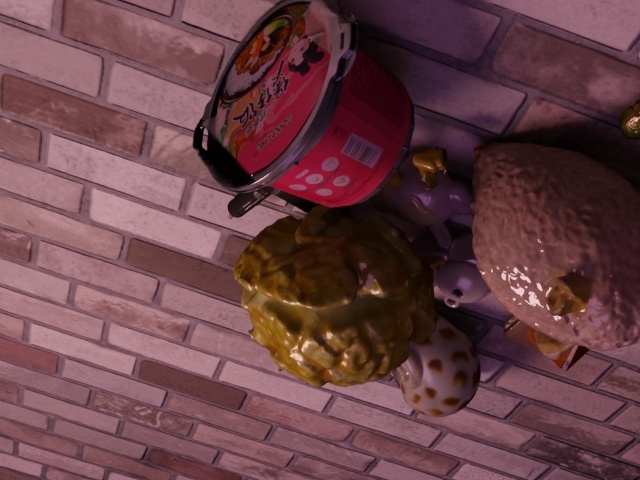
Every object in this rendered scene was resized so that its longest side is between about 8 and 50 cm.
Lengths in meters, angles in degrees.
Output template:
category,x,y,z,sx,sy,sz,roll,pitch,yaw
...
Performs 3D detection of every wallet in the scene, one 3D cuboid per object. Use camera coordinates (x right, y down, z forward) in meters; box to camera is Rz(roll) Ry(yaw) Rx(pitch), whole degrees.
category,x,y,z,sx,sy,sz,roll,pitch,yaw
wallet,0.378,0.129,1.675,0.118,0.038,0.152,25,138,-17

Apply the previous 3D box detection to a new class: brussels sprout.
category,x,y,z,sx,sy,sz,roll,pitch,yaw
brussels sprout,0.412,-0.155,1.297,0.051,0.046,0.083,41,136,-21

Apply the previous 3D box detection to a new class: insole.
category,x,y,z,sx,sy,sz,roll,pitch,yaw
insole,0.268,-0.008,1.475,0.192,0.010,0.063,-13,131,-19

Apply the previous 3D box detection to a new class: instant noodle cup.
category,x,y,z,sx,sy,sz,roll,pitch,yaw
instant noodle cup,0.000,-0.152,1.296,0.182,0.258,0.302,25,157,-35

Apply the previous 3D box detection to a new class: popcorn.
category,x,y,z,sx,sy,sz,roll,pitch,yaw
popcorn,0.013,0.074,1.459,0.282,0.247,0.282,36,153,22

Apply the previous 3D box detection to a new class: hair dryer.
category,x,y,z,sx,sy,sz,roll,pitch,yaw
hair dryer,-0.082,-0.069,1.559,0.124,0.071,0.219,31,146,-21

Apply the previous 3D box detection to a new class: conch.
category,x,y,z,sx,sy,sz,roll,pitch,yaw
conch,0.190,0.209,1.752,0.149,0.183,0.275,-37,141,-4

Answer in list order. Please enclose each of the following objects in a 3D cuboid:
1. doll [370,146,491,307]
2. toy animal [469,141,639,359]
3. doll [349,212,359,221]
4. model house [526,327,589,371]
category,x,y,z,sx,sy,sz,roll,pitch,yaw
doll,0.168,-0.013,1.518,0.160,0.094,0.365,1,141,22
toy animal,0.319,0.005,1.345,0.358,0.226,0.188,42,168,24
doll,0.000,0.000,1.617,0.106,0.062,0.162,29,141,-25
model house,0.391,0.080,1.487,0.207,0.136,0.219,3,140,-9
